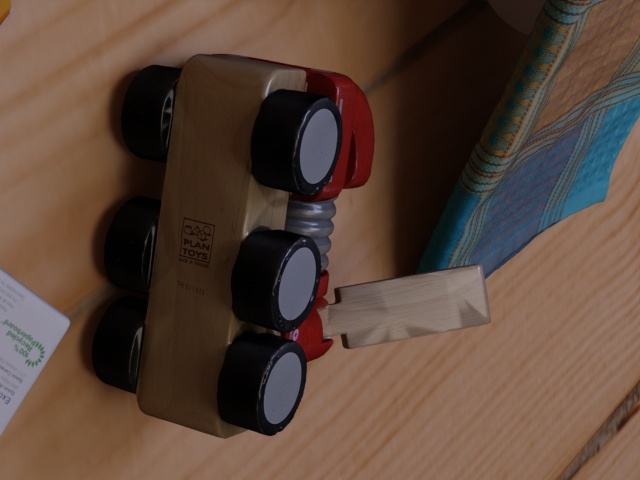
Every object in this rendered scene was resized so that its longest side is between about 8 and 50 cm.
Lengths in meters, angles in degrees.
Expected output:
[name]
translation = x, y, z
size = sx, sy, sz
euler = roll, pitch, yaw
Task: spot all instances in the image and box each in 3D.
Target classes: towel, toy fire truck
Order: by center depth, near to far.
[toy fire truck]
translation = 0.000, 0.000, 0.924
size = 0.246, 0.159, 0.217
euler = -11, 111, -62
[towel]
translation = 0.204, -0.118, 1.077
size = 0.271, 0.040, 0.370
euler = -31, 154, -42

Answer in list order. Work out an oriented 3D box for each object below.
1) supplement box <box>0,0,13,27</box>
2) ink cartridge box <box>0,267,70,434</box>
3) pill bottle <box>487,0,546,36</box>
[supplement box]
translation = -0.224, -0.167, 0.617
size = 0.080, 0.078, 0.233
euler = -52, 139, -31
[ink cartridge box]
translation = -0.250, 0.079, 0.699
size = 0.224, 0.045, 0.223
euler = -61, 141, -16
[pill bottle]
translation = 0.212, -0.252, 1.105
size = 0.221, 0.124, 0.124
euler = -49, 137, -28
